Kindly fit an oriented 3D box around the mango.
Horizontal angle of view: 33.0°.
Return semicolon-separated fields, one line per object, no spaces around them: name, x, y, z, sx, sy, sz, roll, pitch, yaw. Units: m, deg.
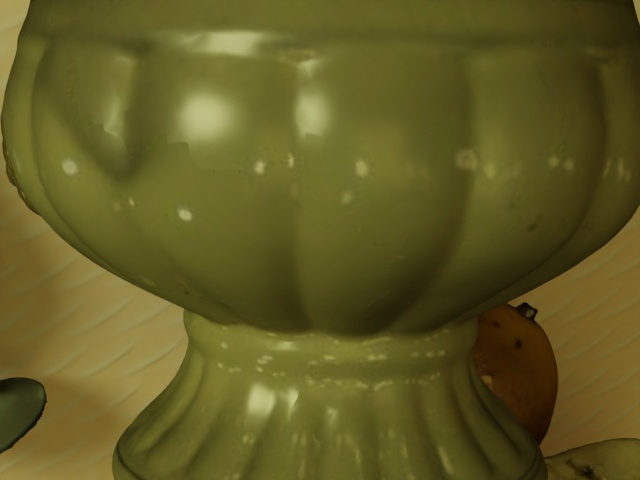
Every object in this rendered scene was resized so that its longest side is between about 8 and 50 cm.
mango;0.047;0.120;0.694;0.227;0.109;0.147;-24;119;-4

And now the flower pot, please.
flower pot;0.000;0.000;0.520;0.307;0.307;0.244;-1;98;-16

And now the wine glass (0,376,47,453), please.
wine glass;-0.230;0.024;0.585;0.093;0.093;0.202;-24;117;-7

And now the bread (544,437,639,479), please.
bread;0.103;0.215;0.707;0.316;0.054;0.316;-17;147;-11
